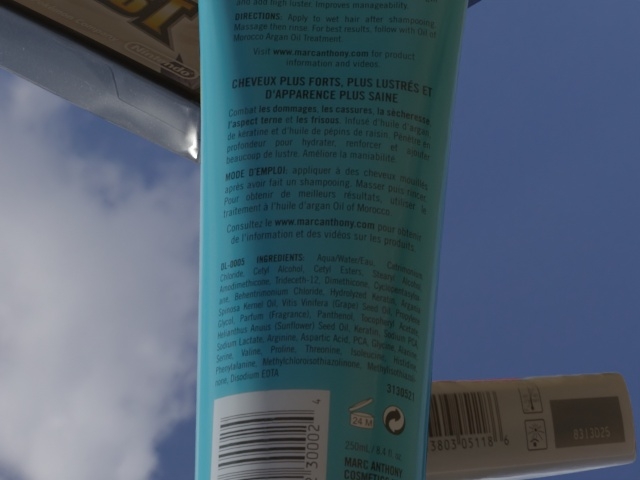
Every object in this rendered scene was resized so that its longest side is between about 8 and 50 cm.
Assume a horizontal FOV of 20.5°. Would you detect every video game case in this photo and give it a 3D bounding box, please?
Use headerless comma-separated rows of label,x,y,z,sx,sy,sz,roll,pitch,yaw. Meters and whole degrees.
video game case,-0.083,-0.145,0.828,0.275,0.035,0.248,27,-142,25

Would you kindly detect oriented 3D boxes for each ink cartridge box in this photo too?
ink cartridge box,0.017,0.088,0.732,0.145,0.179,0.045,2,-101,-43

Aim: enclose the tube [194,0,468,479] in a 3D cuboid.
tube,0.000,0.000,0.451,0.080,0.052,0.207,5,-113,-4
